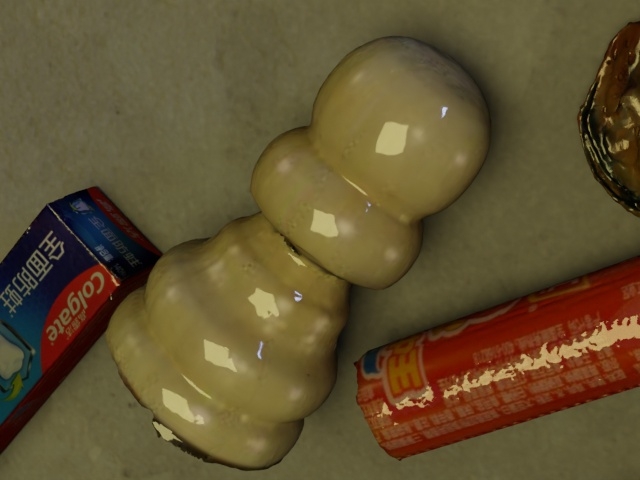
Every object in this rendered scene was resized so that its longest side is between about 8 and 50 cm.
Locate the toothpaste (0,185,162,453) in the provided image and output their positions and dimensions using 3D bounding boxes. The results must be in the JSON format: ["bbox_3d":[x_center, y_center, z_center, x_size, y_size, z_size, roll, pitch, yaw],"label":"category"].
[{"bbox_3d":[-0.238,0.099,0.849,0.076,0.066,0.320,46,115,6],"label":"toothpaste"}]

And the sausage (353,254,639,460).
[{"bbox_3d":[0.151,0.056,0.673,0.274,0.074,0.074,-21,95,25],"label":"sausage"}]

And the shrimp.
[{"bbox_3d":[0.221,-0.123,0.604,0.117,0.066,0.262,27,110,14],"label":"shrimp"}]

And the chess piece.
[{"bbox_3d":[0.000,0.000,0.698,0.143,0.143,0.261,43,108,7],"label":"chess piece"}]
